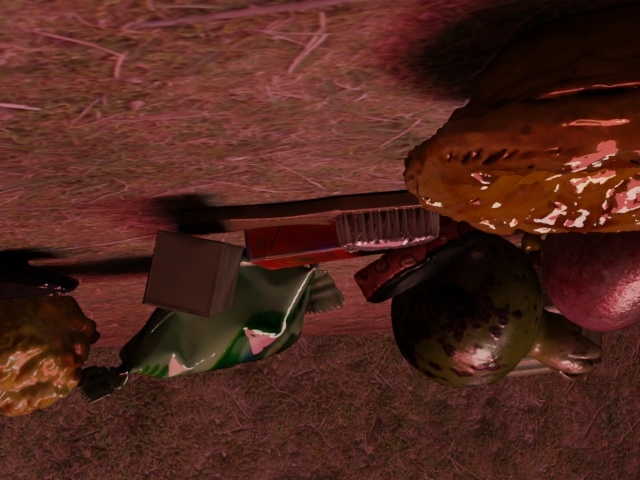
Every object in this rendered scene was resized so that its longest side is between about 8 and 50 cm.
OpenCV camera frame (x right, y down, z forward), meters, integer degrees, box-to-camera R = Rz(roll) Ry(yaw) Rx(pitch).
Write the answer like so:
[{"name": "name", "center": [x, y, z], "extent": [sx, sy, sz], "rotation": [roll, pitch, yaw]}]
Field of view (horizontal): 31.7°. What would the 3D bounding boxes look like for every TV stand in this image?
[{"name": "TV stand", "center": [-0.149, 0.039, 1.364], "extent": [0.082, 0.088, 0.269], "rotation": [11, 178, 2]}]

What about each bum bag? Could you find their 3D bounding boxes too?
[{"name": "bum bag", "center": [-0.460, 0.054, 1.537], "extent": [0.248, 0.060, 0.123], "rotation": [-3, 170, 1]}]

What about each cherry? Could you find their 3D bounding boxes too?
[{"name": "cherry", "center": [0.378, 0.018, 1.400], "extent": [0.192, 0.175, 0.250], "rotation": [-13, 171, -11]}]

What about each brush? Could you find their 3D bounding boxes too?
[{"name": "brush", "center": [-0.006, -0.016, 1.343], "extent": [0.327, 0.065, 0.070], "rotation": [-3, 171, -1]}]

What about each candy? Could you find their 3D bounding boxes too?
[{"name": "candy", "center": [-0.183, 0.141, 1.710], "extent": [0.397, 0.172, 0.263], "rotation": [-29, 177, -12]}]

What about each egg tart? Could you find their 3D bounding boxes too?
[{"name": "egg tart", "center": [0.220, -0.084, 0.826], "extent": [0.341, 0.129, 0.341], "rotation": [-3, 172, 0]}]

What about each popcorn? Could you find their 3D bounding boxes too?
[{"name": "popcorn", "center": [-0.453, 0.143, 1.684], "extent": [0.235, 0.217, 0.181], "rotation": [-31, 136, 2]}]

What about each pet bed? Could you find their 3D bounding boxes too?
[{"name": "pet bed", "center": [0.134, 0.021, 1.480], "extent": [0.201, 0.053, 0.201], "rotation": [-31, 172, -5]}]

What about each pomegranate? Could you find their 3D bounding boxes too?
[{"name": "pomegranate", "center": [0.248, 0.122, 1.679], "extent": [0.306, 0.242, 0.242], "rotation": [32, 153, -26]}]

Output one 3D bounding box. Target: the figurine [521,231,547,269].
[{"name": "figurine", "center": [0.413, 0.019, 1.636], "extent": [0.246, 0.156, 0.131], "rotation": [8, -136, 36]}]

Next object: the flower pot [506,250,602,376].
[{"name": "flower pot", "center": [0.370, 0.126, 1.961], "extent": [0.189, 0.239, 0.209], "rotation": [-12, -161, 30]}]

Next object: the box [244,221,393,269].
[{"name": "box", "center": [0.000, -0.001, 1.469], "extent": [0.175, 0.048, 0.112], "rotation": [-8, 172, 11]}]
